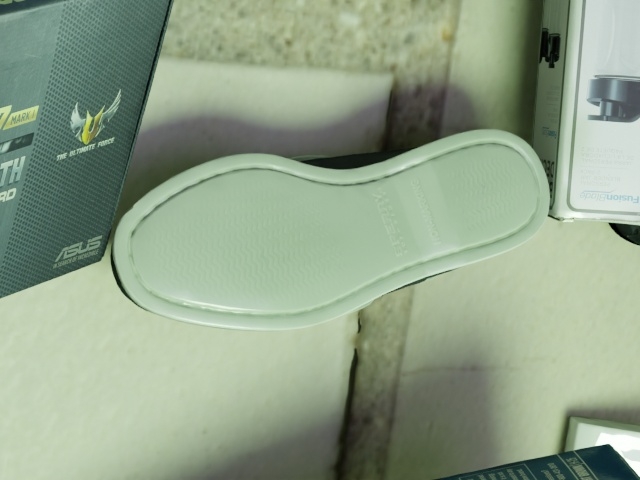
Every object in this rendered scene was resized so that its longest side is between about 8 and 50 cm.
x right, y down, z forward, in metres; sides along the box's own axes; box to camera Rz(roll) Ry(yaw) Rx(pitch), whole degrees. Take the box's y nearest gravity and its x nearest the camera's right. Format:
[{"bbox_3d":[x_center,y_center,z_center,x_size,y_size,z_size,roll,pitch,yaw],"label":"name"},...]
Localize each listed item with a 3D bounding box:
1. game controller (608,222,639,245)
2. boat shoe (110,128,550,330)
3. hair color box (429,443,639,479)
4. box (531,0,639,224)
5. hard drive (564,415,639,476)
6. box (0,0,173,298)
[{"bbox_3d":[0.296,-0.143,1.420,0.166,0.067,0.319,12,95,-48],"label":"game controller"},{"bbox_3d":[0.000,0.000,1.236,0.302,0.091,0.114,-6,81,-28],"label":"boat shoe"},{"bbox_3d":[0.036,0.250,1.220,0.347,0.105,0.174,-11,101,-4],"label":"hair color box"},{"bbox_3d":[0.233,-0.153,1.308,0.169,0.087,0.290,2,95,-9],"label":"box"},{"bbox_3d":[0.255,0.293,1.442,0.203,0.040,0.307,9,96,-6],"label":"hard drive"},{"bbox_3d":[-0.183,-0.051,1.033,0.232,0.059,0.183,-23,137,-54],"label":"box"}]
